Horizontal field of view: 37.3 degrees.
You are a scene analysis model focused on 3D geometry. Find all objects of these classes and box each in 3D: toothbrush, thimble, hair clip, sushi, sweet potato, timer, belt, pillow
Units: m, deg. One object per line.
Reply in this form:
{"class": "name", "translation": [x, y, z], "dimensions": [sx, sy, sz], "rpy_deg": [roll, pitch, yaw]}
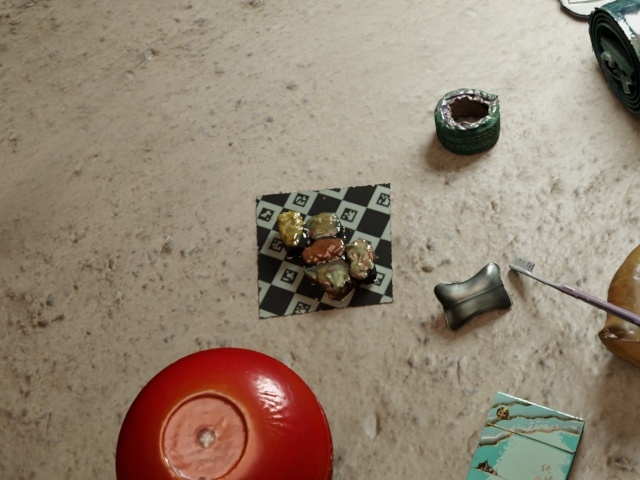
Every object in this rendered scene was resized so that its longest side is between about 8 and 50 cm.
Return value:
{"class": "toothbrush", "translation": [0.460, 0.090, 1.688], "dimensions": [0.354, 0.024, 0.029], "rpy_deg": [29, 99, 55]}
{"class": "thimble", "translation": [0.305, -0.247, 1.962], "dimensions": [0.135, 0.090, 0.118], "rpy_deg": [3, 66, 14]}
{"class": "hair clip", "translation": [0.595, -0.538, 2.066], "dimensions": [0.172, 0.049, 0.116], "rpy_deg": [-9, 56, 13]}
{"class": "sushi", "translation": [0.000, 0.000, 1.929], "dimensions": [0.294, 0.059, 0.292], "rpy_deg": [-8, 60, 12]}
{"class": "sweet potato", "translation": [0.595, 0.064, 1.701], "dimensions": [0.131, 0.131, 0.336], "rpy_deg": [16, 68, 22]}
{"class": "timer", "translation": [-0.166, 0.373, 1.648], "dimensions": [0.378, 0.279, 0.378], "rpy_deg": [-5, 63, 9]}
{"class": "belt", "translation": [0.625, -0.380, 1.881], "dimensions": [0.116, 0.206, 0.267], "rpy_deg": [-21, 53, 0]}
{"class": "pillow", "translation": [0.289, 0.106, 1.796], "dimensions": [0.136, 0.055, 0.091], "rpy_deg": [-21, 61, 5]}

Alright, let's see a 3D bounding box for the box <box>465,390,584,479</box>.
{"class": "box", "translation": [0.344, 0.391, 1.636], "dimensions": [0.162, 0.041, 0.229], "rpy_deg": [16, 68, 22]}
